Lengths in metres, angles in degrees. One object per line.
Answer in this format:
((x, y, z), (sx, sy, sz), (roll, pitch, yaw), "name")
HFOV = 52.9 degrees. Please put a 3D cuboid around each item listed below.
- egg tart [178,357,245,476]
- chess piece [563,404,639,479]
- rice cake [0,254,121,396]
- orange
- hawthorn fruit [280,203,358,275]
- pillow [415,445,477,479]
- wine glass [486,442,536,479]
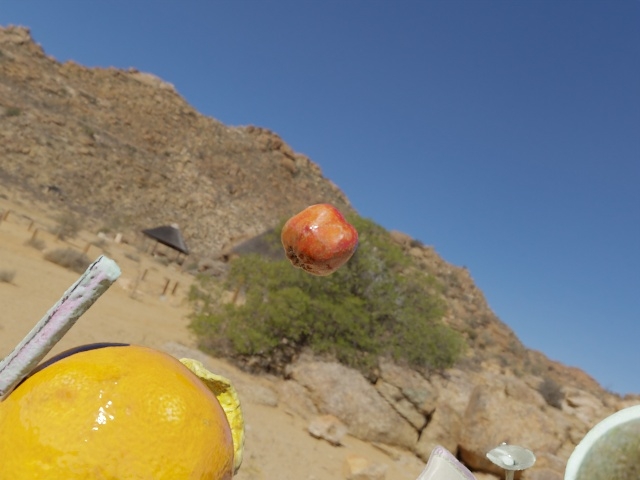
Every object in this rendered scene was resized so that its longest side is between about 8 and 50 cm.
((-0.228, 0.327, 1.126), (0.105, 0.241, 0.241), (-23, -36, 30), "egg tart")
((0.344, 0.257, 0.558), (0.175, 0.176, 0.298), (14, -14, 48), "chess piece")
((-0.311, 0.099, 0.752), (0.033, 0.208, 0.033), (43, 3, -20), "rice cake")
((-0.265, 0.280, 0.809), (0.312, 0.312, 0.312), (23, -8, 4), "orange")
((0.000, 0.000, 1.044), (0.128, 0.128, 0.128), (23, -8, 4), "hawthorn fruit")
((0.251, 0.513, 1.315), (0.131, 0.038, 0.232), (46, 31, 13), "pillow")
((0.262, 0.385, 0.893), (0.066, 0.198, 0.066), (-2, 15, 1), "wine glass")
